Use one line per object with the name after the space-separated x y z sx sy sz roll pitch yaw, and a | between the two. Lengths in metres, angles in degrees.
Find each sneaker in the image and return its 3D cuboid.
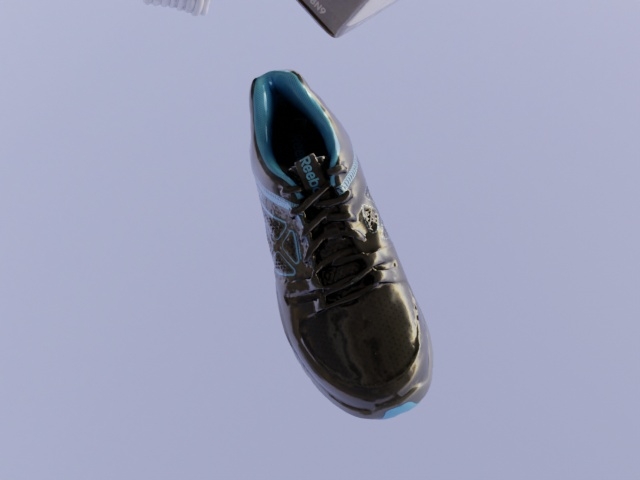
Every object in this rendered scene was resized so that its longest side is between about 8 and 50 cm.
0.000 0.000 0.988 0.125 0.139 0.341 -22 -117 -1 | sneaker

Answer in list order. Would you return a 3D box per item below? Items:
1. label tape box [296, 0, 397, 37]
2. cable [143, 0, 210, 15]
0.125 -0.306 0.732 0.106 0.240 0.334 48 -52 -1 | label tape box
-0.148 -0.367 1.138 0.089 0.257 0.257 1 -90 -11 | cable
